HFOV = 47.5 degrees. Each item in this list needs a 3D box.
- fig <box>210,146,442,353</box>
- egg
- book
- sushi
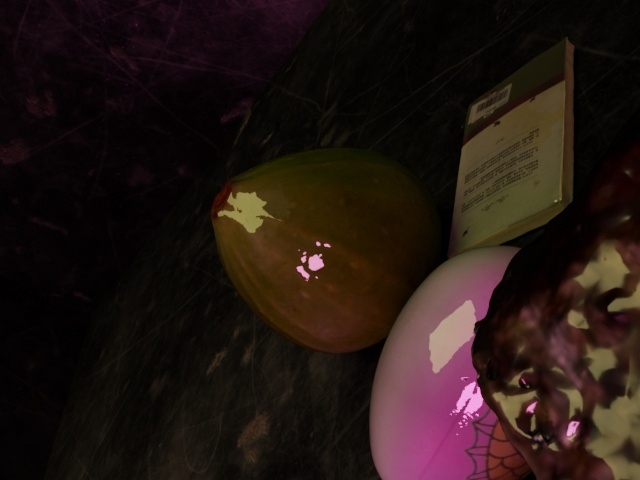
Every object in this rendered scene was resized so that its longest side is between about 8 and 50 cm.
[{"bbox_3d":[0.000,0.000,1.002,0.316,0.316,0.316,-45,28,32],"label":"fig"},{"bbox_3d":[0.151,0.134,0.707,0.271,0.196,0.196,-64,21,21],"label":"egg"},{"bbox_3d":[0.257,-0.122,0.982,0.201,0.026,0.289,-31,37,49],"label":"book"},{"bbox_3d":[0.272,0.053,0.442,0.294,0.281,0.299,-57,30,22],"label":"sushi"}]
